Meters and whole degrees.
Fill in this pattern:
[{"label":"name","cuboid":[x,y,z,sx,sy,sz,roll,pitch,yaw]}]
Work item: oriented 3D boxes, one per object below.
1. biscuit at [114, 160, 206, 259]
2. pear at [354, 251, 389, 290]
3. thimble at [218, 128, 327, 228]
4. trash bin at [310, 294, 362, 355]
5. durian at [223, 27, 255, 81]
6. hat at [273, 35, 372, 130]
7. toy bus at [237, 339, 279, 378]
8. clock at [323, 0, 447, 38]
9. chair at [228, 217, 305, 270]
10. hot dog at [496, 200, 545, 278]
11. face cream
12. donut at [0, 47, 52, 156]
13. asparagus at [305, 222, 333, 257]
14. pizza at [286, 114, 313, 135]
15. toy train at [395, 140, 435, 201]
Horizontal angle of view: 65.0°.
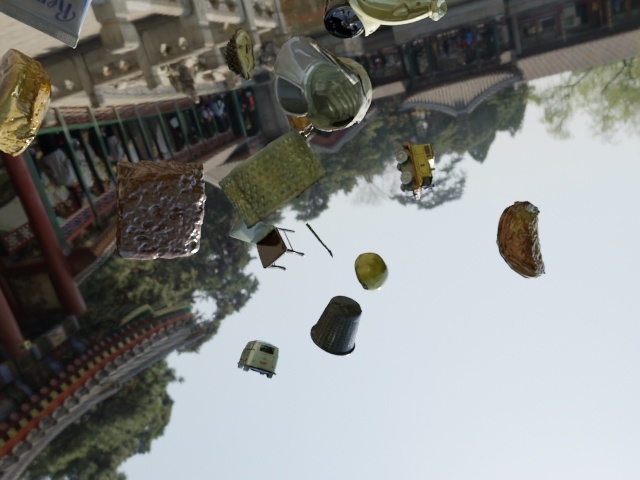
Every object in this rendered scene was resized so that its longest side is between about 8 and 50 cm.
[{"label":"biscuit","cuboid":[-0.631,-0.111,1.984,0.342,0.396,0.166,-2,-151,-23]},{"label":"pear","cuboid":[0.184,0.103,1.727,0.103,0.141,0.141,-19,-166,24]},{"label":"thimble","cuboid":[-0.127,-0.163,1.337,0.270,0.150,0.271,-34,-172,5]},{"label":"trash bin","cuboid":[0.066,0.287,1.751,0.175,0.161,0.175,16,-153,-8]},{"label":"durian","cuboid":[-0.199,-0.451,1.224,0.066,0.131,0.052,-8,-176,-44]},{"label":"hat","cuboid":[0.009,-0.408,1.287,0.231,0.275,0.161,-24,-135,39]},{"label":"toy bus","cuboid":[-0.166,0.313,1.347,0.087,0.089,0.194,20,164,-12]},{"label":"clock","cuboid":[0.155,-0.572,1.041,0.276,0.120,0.379,4,157,-3]},{"label":"chair","cuboid":[-0.241,0.015,2.291,0.160,0.186,0.319,-37,150,25]},{"label":"hot dog","cuboid":[0.660,0.006,1.656,0.175,0.259,0.114,20,157,-39]},{"label":"face cream","cuboid":[-0.690,-0.753,1.327,0.234,0.421,0.137,22,174,-26]},{"label":"donut","cuboid":[-0.940,-0.425,1.553,0.159,0.331,0.329,14,174,-40]},{"label":"asparagus","cuboid":[0.000,0.000,1.802,0.016,0.163,0.016,-45,-164,-16]},{"label":"pizza","cuboid":[-0.041,-0.466,1.796,0.195,0.185,0.052,-11,-177,-30]},{"label":"toy train","cuboid":[0.316,-0.234,1.652,0.127,0.220,0.089,-11,160,8]}]
